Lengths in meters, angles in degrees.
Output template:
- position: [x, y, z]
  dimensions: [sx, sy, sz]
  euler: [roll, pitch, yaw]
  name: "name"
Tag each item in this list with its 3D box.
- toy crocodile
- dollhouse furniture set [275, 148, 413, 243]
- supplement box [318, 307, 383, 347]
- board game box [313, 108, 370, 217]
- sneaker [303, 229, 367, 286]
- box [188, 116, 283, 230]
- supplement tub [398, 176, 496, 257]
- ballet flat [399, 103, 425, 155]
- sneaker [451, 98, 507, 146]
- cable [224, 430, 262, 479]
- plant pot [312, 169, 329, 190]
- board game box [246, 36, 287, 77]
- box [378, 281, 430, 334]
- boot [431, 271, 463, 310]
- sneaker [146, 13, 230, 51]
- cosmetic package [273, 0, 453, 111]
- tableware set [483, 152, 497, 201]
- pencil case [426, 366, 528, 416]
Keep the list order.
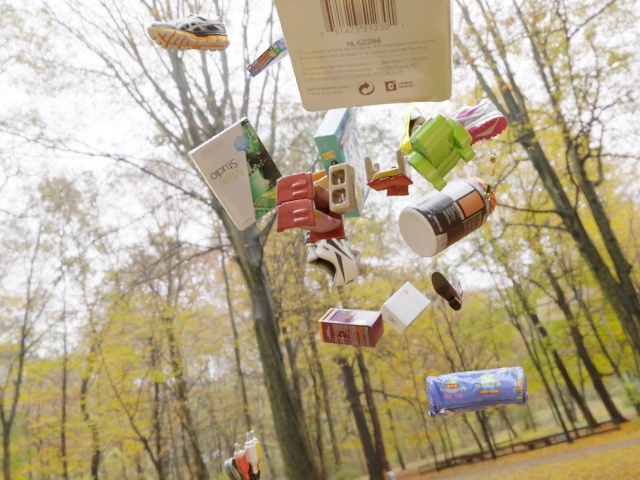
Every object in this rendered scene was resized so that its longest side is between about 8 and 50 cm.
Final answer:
- position: [0.233, -0.181, 1.108]
  dimensions: [0.115, 0.105, 0.340]
  euler: [-47, -16, 10]
  name: "toy crocodile"
- position: [0.083, -0.103, 1.460]
  dimensions: [0.374, 0.152, 0.201]
  euler: [-9, -14, 29]
  name: "dollhouse furniture set"
- position: [0.101, 0.284, 1.796]
  dimensions: [0.188, 0.081, 0.104]
  euler: [1, 20, 26]
  name: "supplement box"
- position: [0.093, -0.290, 1.963]
  dimensions: [0.079, 0.254, 0.336]
  euler: [-4, -52, 23]
  name: "board game box"
- position: [0.000, 0.000, 1.753]
  dimensions: [0.146, 0.330, 0.122]
  euler: [-28, -16, -27]
  name: "sneaker"
- position: [-0.269, -0.227, 1.898]
  dimensions: [0.232, 0.322, 0.058]
  euler: [-37, 22, -15]
  name: "box"
- position: [0.439, -0.090, 1.881]
  dimensions: [0.316, 0.193, 0.193]
  euler: [-28, -16, -25]
  name: "supplement tub"
- position: [0.336, -0.401, 1.945]
  dimensions: [0.077, 0.231, 0.077]
  euler: [26, -28, -20]
  name: "ballet flat"
- position: [0.436, -0.342, 1.679]
  dimensions: [0.252, 0.111, 0.103]
  euler: [-23, -35, 25]
  name: "sneaker"
- position: [-0.185, 0.701, 1.570]
  dimensions: [0.072, 0.287, 0.139]
  euler: [-26, -6, 24]
  name: "cable"
- position: [0.001, -0.168, 2.264]
  dimensions: [0.205, 0.188, 0.205]
  euler: [-24, 16, 7]
  name: "plant pot"
- position: [-0.108, -0.541, 1.550]
  dimensions: [0.136, 0.035, 0.201]
  euler: [-26, 17, 42]
  name: "board game box"
- position: [0.345, 0.279, 2.260]
  dimensions: [0.170, 0.130, 0.091]
  euler: [-37, -20, -32]
  name: "box"
- position: [0.294, 0.098, 1.262]
  dimensions: [0.037, 0.106, 0.114]
  euler: [-29, 8, 25]
  name: "boot"
- position: [-0.339, -0.537, 1.405]
  dimensions: [0.215, 0.083, 0.084]
  euler: [-7, -4, -35]
  name: "sneaker"
- position: [0.114, -0.533, 1.164]
  dimensions: [0.329, 0.393, 0.327]
  euler: [0, -38, 15]
  name: "cosmetic package"
- position: [0.554, -0.208, 1.794]
  dimensions: [0.024, 0.154, 0.104]
  euler: [9, 18, 17]
  name: "tableware set"
- position: [0.472, 0.461, 1.666]
  dimensions: [0.306, 0.133, 0.119]
  euler: [-10, -58, 11]
  name: "pencil case"
